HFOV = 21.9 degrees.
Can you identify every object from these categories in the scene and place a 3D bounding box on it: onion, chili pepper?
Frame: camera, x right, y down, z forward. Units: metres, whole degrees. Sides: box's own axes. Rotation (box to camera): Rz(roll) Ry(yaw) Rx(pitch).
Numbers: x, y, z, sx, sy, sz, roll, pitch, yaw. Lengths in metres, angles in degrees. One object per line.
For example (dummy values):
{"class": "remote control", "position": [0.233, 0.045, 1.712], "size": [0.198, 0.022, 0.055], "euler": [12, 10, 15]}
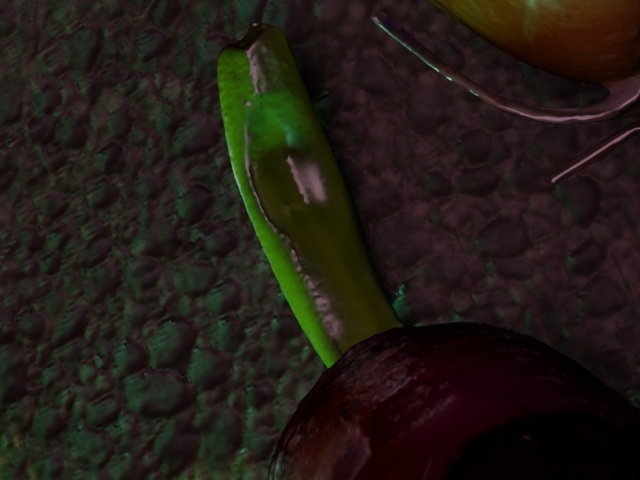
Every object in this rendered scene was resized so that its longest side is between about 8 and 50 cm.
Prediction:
{"class": "onion", "position": [0.081, 0.104, 0.660], "size": [0.218, 0.195, 0.140], "euler": [-23, 44, -18]}
{"class": "chili pepper", "position": [0.000, 0.000, 0.752], "size": [0.052, 0.050, 0.202], "euler": [-25, 79, 6]}

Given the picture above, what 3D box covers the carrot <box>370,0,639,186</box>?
{"class": "carrot", "position": [0.099, -0.162, 0.628], "size": [0.331, 0.193, 0.214], "euler": [37, 66, 19]}
